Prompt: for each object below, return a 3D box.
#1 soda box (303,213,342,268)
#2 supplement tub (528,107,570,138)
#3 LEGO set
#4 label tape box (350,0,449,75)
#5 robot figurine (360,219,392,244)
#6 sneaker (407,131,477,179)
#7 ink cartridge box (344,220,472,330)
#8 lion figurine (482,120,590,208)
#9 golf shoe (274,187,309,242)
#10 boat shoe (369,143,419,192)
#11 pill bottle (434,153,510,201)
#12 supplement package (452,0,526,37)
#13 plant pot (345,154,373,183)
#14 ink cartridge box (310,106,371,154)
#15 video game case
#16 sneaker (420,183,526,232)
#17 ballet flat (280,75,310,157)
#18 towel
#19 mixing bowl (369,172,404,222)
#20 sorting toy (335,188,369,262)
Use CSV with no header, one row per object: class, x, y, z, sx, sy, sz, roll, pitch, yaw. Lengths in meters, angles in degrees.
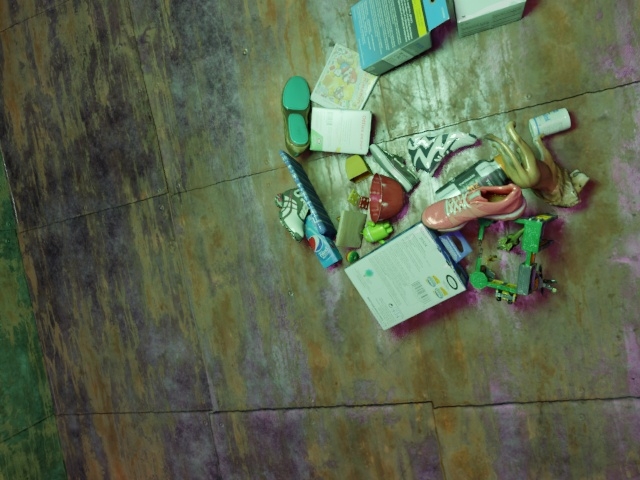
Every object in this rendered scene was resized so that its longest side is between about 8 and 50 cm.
soda box,0.000,0.000,1.698,0.067,0.071,0.210,-32,84,19
supplement tub,0.734,-0.374,1.399,0.107,0.071,0.071,-18,89,20
LEGO set,0.644,0.026,1.442,0.255,0.192,0.331,4,103,44
label tape box,0.274,-0.733,1.437,0.333,0.106,0.241,-14,82,41
robot figurine,0.209,-0.033,1.621,0.115,0.067,0.101,-25,118,20
sneaker,0.418,-0.289,1.508,0.235,0.094,0.153,0,97,20
ink cartridge box,0.327,0.103,1.523,0.395,0.151,0.270,-33,90,26
lion figurine,0.645,-0.209,1.319,0.142,0.392,0.240,-36,64,50
golf shoe,-0.095,-0.109,1.646,0.120,0.105,0.273,-30,45,10
boat shoe,0.267,-0.274,1.575,0.070,0.078,0.219,-43,91,-1
pill bottle,0.520,-0.183,1.462,0.245,0.130,0.130,-37,83,19
supplement package,0.521,-0.829,1.390,0.204,0.145,0.262,-10,93,20
plant pot,0.137,-0.271,1.621,0.081,0.081,0.083,-25,76,20
ink cartridge box,0.078,-0.402,1.593,0.212,0.093,0.154,7,106,10
video game case,0.095,-0.588,1.630,0.206,0.026,0.227,32,105,14
sneaker,0.457,-0.116,1.332,0.313,0.136,0.116,-12,63,21
ballet flat,-0.097,-0.458,1.648,0.116,0.124,0.342,1,64,-16
towel,-0.043,-0.157,1.601,0.040,0.243,0.336,-29,81,9
mixing bowl,0.241,-0.150,1.560,0.098,0.181,0.181,2,97,-7
sorting toy,0.105,-0.054,1.631,0.046,0.132,0.275,17,99,43
